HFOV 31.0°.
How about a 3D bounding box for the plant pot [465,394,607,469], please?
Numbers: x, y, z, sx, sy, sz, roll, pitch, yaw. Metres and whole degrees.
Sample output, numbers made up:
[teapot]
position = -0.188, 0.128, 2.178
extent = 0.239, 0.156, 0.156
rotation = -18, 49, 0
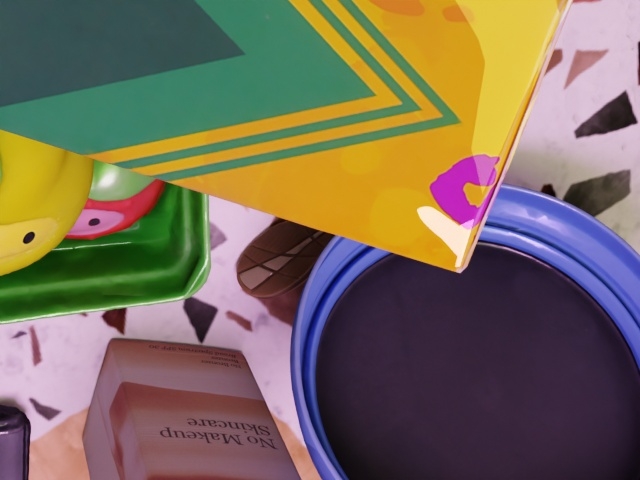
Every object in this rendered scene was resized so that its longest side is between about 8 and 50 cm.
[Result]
[plant pot]
position = 0.190, 0.230, 1.224
extent = 0.212, 0.236, 0.236
rotation = -23, 120, -16

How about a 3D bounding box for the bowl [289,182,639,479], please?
[bowl]
position = 0.160, 0.129, 1.060
extent = 0.391, 0.391, 0.077
rotation = -7, 153, -17

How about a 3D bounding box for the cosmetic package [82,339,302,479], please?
[cosmetic package]
position = -0.118, 0.222, 1.061
extent = 0.153, 0.296, 0.129
rotation = 9, 112, -24

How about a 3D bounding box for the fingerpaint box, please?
[fingerpaint box]
position = -0.061, -0.188, 0.730
extent = 0.371, 0.445, 0.163
rotation = 18, 113, -2

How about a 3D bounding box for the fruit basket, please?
[fruit basket]
position = -0.253, -0.046, 0.840
extent = 0.392, 0.392, 0.283
rotation = -7, 119, -17

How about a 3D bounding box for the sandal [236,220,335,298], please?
[sandal]
position = 0.000, 0.000, 1.139
extent = 0.180, 0.072, 0.049
rotation = -39, 143, -4

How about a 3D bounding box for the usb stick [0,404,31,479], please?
[usb stick]
position = -0.333, 0.289, 1.162
extent = 0.077, 0.045, 0.278
rotation = -2, 116, -20
